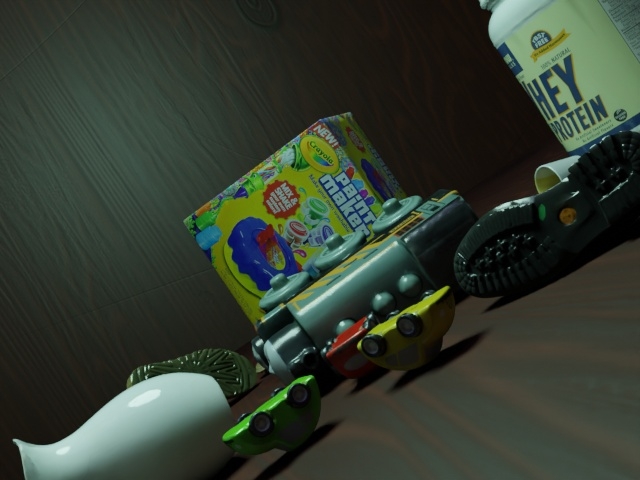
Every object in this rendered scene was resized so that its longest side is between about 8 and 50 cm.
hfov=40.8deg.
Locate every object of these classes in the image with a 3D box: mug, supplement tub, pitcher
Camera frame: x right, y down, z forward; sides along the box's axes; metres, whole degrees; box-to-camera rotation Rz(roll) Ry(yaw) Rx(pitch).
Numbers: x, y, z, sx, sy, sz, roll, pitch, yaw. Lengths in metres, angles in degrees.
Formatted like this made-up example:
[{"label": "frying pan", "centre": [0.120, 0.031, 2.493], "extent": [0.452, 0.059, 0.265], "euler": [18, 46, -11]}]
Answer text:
[{"label": "mug", "centre": [0.330, -0.083, 1.161], "extent": [0.064, 0.062, 0.078], "euler": [-26, 4, -18]}, {"label": "supplement tub", "centre": [0.391, -0.286, 1.231], "extent": [0.235, 0.324, 0.235], "euler": [-34, 0, 0]}, {"label": "pitcher", "centre": [-0.193, 0.238, 0.904], "extent": [0.207, 0.125, 0.177], "euler": [-21, -49, -20]}]

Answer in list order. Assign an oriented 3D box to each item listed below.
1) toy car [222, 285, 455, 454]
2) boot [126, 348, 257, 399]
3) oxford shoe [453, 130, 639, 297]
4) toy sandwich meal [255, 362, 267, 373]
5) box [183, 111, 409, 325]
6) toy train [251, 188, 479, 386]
[{"label": "toy car", "centre": [0.011, 0.135, 0.803], "extent": [0.225, 0.053, 0.239], "euler": [-34, -1, -22]}, {"label": "boot", "centre": [-0.263, 0.293, 1.504], "extent": [0.236, 0.089, 0.269], "euler": [1, -35, -28]}, {"label": "oxford shoe", "centre": [0.223, -0.012, 0.786], "extent": [0.227, 0.082, 0.096], "euler": [-34, -19, 34]}, {"label": "toy sandwich meal", "centre": [-0.080, 0.213, 1.543], "extent": [0.085, 0.029, 0.085], "euler": [-41, 9, 7]}, {"label": "box", "centre": [0.000, 0.000, 1.342], "extent": [0.279, 0.290, 0.177], "euler": [-35, 0, 20]}, {"label": "toy train", "centre": [0.063, 0.057, 1.046], "extent": [0.334, 0.142, 0.190], "euler": [-34, 10, -5]}]
